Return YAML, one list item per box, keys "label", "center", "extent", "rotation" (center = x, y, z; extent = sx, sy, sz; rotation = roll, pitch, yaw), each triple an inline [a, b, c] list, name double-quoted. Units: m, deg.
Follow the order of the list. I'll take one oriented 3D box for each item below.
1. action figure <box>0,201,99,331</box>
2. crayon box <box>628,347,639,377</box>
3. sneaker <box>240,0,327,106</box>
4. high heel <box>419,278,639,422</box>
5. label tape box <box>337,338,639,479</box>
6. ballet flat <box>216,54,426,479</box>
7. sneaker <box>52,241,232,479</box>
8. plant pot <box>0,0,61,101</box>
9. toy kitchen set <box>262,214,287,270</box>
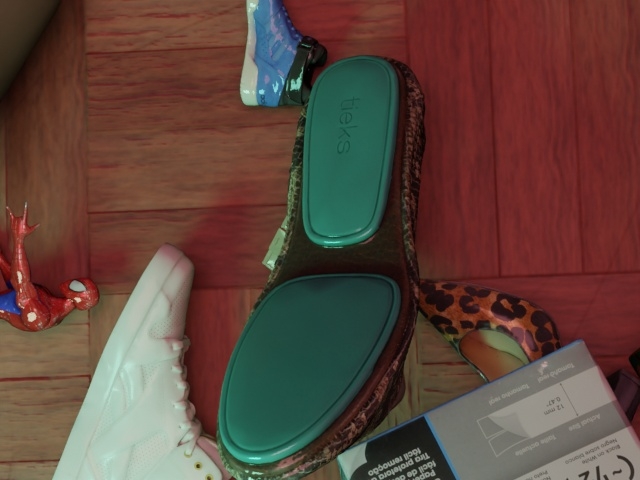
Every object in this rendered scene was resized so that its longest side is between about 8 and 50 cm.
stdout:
- label: "action figure"
  center: [-0.362, 0.038, 1.834]
  extent: [0.280, 0.091, 0.139]
  rotation: [-6, 92, 4]
- label: "crayon box"
  center: [0.430, 0.060, 1.729]
  extent: [0.278, 0.165, 0.081]
  rotation: [-35, 82, 0]
- label: "sneaker"
  center: [-0.031, -0.210, 1.852]
  extent: [0.084, 0.058, 0.152]
  rotation: [5, 88, 11]
- label: "high heel"
  center: [0.171, 0.153, 1.747]
  extent: [0.261, 0.093, 0.186]
  rotation: [30, 58, 1]
- label: "label tape box"
  center: [0.198, 0.296, 1.602]
  extent: [0.249, 0.115, 0.348]
  rotation: [-24, 67, -7]
- label: "ballet flat"
  center: [0.029, 0.049, 1.696]
  extent: [0.164, 0.182, 0.483]
  rotation: [-3, 52, 20]
- label: "sneaker"
  center: [-0.141, 0.162, 1.802]
  extent: [0.169, 0.108, 0.293]
  rotation: [22, 95, 5]
- label: "plant pot"
  center: [-0.405, -0.222, 1.788]
  extent: [0.323, 0.323, 0.280]
  rotation: [41, 71, 8]
- label: "toy kitchen set"
  center: [0.000, 0.000, 1.841]
  extent: [0.068, 0.075, 0.083]
  rotation: [37, 127, 11]
